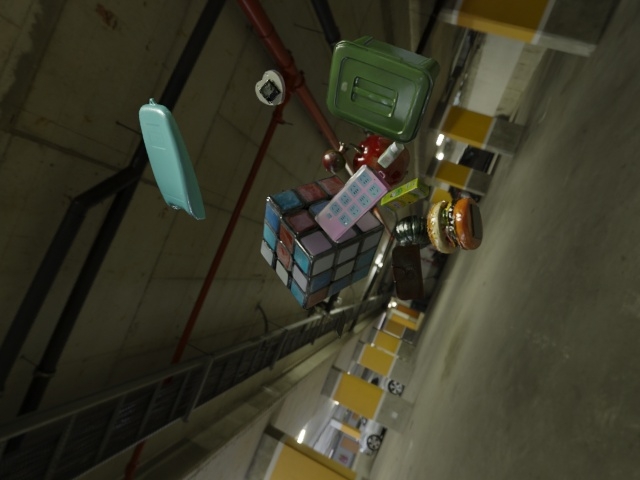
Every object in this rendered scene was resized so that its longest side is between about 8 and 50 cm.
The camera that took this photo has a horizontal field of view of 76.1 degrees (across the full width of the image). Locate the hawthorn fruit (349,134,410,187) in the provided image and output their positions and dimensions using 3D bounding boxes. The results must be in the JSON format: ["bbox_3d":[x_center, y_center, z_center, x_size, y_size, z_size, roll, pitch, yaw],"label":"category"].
[{"bbox_3d":[0.285,-0.422,2.130,0.368,0.284,0.285,18,-85,-32],"label":"hawthorn fruit"}]

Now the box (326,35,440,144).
[{"bbox_3d":[0.201,-0.492,1.297,0.178,0.328,0.253,-53,-17,-37],"label":"box"}]

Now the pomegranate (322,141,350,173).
[{"bbox_3d":[0.081,-0.413,2.060,0.159,0.129,0.129,-50,-3,34],"label":"pomegranate"}]

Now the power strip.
[{"bbox_3d":[0.097,-0.115,1.287,0.279,0.109,0.037,-45,-9,31],"label":"power strip"}]

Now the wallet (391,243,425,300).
[{"bbox_3d":[0.401,0.149,1.879,0.031,0.137,0.255,-12,-85,-80],"label":"wallet"}]

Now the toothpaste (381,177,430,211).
[{"bbox_3d":[0.536,-0.284,2.606,0.327,0.110,0.077,-26,45,50],"label":"toothpaste"}]

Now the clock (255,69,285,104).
[{"bbox_3d":[-0.272,-0.820,2.241,0.198,0.172,0.064,-31,9,45],"label":"clock"}]

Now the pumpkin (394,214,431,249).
[{"bbox_3d":[0.514,-0.042,2.247,0.220,0.220,0.162,88,-171,-57],"label":"pumpkin"}]

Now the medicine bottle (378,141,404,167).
[{"bbox_3d":[0.315,-0.386,1.817,0.118,0.055,0.074,-43,9,49],"label":"medicine bottle"}]

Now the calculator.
[{"bbox_3d":[-0.485,-0.256,1.315,0.054,0.256,0.386,-28,-57,-36],"label":"calculator"}]

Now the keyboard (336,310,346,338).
[{"bbox_3d":[0.121,0.476,2.323,0.198,0.010,0.064,-62,-44,-60],"label":"keyboard"}]

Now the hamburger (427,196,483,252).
[{"bbox_3d":[0.656,-0.075,2.004,0.291,0.225,0.291,10,-103,-50],"label":"hamburger"}]

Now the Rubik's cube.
[{"bbox_3d":[0.000,0.000,1.644,0.362,0.359,0.363,-20,-32,-28],"label":"Rubik's cube"}]
